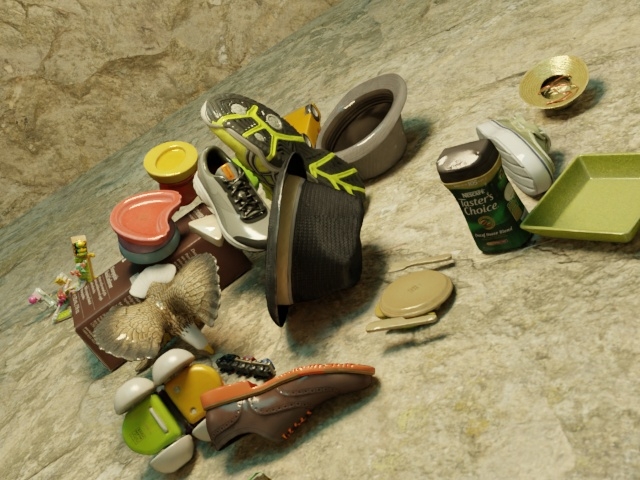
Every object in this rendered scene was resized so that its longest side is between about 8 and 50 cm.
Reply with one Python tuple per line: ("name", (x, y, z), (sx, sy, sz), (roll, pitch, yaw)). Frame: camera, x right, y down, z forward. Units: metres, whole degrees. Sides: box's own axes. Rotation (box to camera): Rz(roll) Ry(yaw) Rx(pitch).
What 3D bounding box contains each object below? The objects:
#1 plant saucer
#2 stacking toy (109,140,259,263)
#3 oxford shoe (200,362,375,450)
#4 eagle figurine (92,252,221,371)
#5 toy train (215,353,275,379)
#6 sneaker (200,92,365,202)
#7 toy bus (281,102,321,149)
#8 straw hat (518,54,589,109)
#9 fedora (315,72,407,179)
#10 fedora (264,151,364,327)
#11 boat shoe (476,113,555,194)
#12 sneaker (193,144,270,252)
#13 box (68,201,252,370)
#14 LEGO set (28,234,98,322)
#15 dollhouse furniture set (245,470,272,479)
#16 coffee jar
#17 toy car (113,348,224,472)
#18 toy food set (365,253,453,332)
("plant saucer", (0.429, -0.059, 1.157), (0.188, 0.045, 0.188), (-46, 27, -24))
("stacking toy", (-0.279, -0.060, 1.658), (0.279, 0.130, 0.309), (10, 48, 15))
("oxford shoe", (-0.043, 0.247, 1.150), (0.271, 0.097, 0.098), (-16, 72, 12))
("eagle figurine", (-0.283, 0.137, 1.447), (0.225, 0.298, 0.226), (9, 74, 3))
("toy train", (-0.129, 0.218, 1.345), (0.158, 0.027, 0.036), (-1, 29, 49))
("sneaker", (-0.090, -0.147, 1.558), (0.147, 0.384, 0.145), (-39, 27, 35))
("toy bus", (-0.048, -0.214, 1.886), (0.108, 0.130, 0.333), (-25, 27, 20))
("straw hat", (0.464, -0.290, 1.503), (0.144, 0.061, 0.144), (-21, 45, 23))
("fedora", (0.115, -0.239, 1.745), (0.243, 0.124, 0.275), (-16, 39, 36))
("fedora", (0.000, 0.000, 1.372), (0.152, 0.334, 0.334), (4, 34, 6))
("boat shoe", (0.358, -0.172, 1.370), (0.094, 0.109, 0.302), (-28, 23, 7))
("sneaker", (-0.166, -0.080, 1.502), (0.100, 0.108, 0.271), (-25, 58, -28))
("box", (-0.358, 0.094, 1.702), (0.381, 0.143, 0.191), (-36, 26, -9))
("LEGO set", (-0.657, 0.119, 2.012), (0.287, 0.132, 0.107), (-44, 23, 33))
("dollhouse furniture set", (-0.121, 0.364, 1.019), (0.151, 0.076, 0.058), (-40, 27, -11))
("coffee jar", (0.259, -0.072, 1.214), (0.096, 0.184, 0.079), (-11, 34, 40))
("toy car", (-0.235, 0.277, 1.259), (0.182, 0.159, 0.136), (-37, -9, -7))
("toy food set", (0.151, 0.093, 1.234), (0.132, 0.039, 0.192), (-11, 27, 26))
